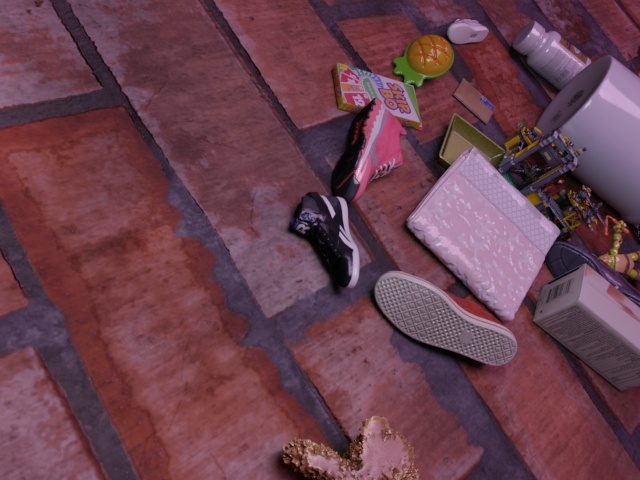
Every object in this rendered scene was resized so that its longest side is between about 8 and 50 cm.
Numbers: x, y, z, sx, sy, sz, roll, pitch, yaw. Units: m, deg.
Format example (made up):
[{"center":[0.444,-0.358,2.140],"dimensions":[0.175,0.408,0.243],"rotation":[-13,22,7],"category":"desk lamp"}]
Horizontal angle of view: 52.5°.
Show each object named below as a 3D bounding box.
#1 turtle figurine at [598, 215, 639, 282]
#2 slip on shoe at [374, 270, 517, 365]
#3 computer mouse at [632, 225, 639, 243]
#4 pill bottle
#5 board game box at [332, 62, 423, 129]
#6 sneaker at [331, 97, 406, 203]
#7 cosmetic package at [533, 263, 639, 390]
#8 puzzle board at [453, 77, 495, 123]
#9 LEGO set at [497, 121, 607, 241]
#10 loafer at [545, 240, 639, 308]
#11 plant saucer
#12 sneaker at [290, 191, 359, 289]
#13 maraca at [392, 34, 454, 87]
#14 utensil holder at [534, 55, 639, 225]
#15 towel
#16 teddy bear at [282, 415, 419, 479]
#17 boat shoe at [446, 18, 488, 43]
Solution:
[{"center":[0.822,0.078,1.761],"dimensions":[0.217,0.087,0.270],"rotation":[8,77,-24],"category":"turtle figurine"},{"center":[0.256,0.156,1.353],"dimensions":[0.331,0.123,0.101],"rotation":[25,20,-12],"category":"slip on shoe"},{"center":[1.014,-0.051,1.992],"dimensions":[0.192,0.042,0.106],"rotation":[-11,65,-30],"category":"computer mouse"},{"center":[0.735,-0.591,2.073],"dimensions":[0.229,0.131,0.131],"rotation":[34,50,-11],"category":"pill bottle"},{"center":[0.153,-0.359,1.632],"dimensions":[0.259,0.039,0.124],"rotation":[10,59,-31],"category":"board game box"},{"center":[0.128,-0.190,1.461],"dimensions":[0.136,0.116,0.314],"rotation":[32,51,-16],"category":"sneaker"},{"center":[0.676,0.210,1.548],"dimensions":[0.296,0.153,0.129],"rotation":[39,50,-9],"category":"cosmetic package"},{"center":[0.439,-0.397,1.850],"dimensions":[0.128,0.011,0.096],"rotation":[40,48,-7],"category":"puzzle board"},{"center":[0.620,-0.175,1.666],"dimensions":[0.331,0.192,0.255],"rotation":[56,36,-1],"category":"LEGO set"},{"center":[0.708,0.107,1.654],"dimensions":[0.302,0.109,0.095],"rotation":[40,31,14],"category":"loafer"},{"center":[0.387,-0.213,1.684],"dimensions":[0.188,0.045,0.188],"rotation":[34,50,-10],"category":"plant saucer"},{"center":[0.000,0.000,1.298],"dimensions":[0.121,0.079,0.217],"rotation":[8,51,-25],"category":"sneaker"},{"center":[0.278,-0.484,1.747],"dimensions":[0.185,0.099,0.127],"rotation":[-38,75,-16],"category":"maraca"},{"center":[0.856,-0.287,1.845],"dimensions":[0.385,0.327,0.328],"rotation":[38,50,-6],"category":"utensil holder"},{"center":[0.397,-0.025,1.542],"dimensions":[0.332,0.053,0.317],"rotation":[44,59,-4],"category":"towel"},{"center":[0.016,0.438,1.038],"dimensions":[0.245,0.113,0.338],"rotation":[32,58,-4],"category":"teddy bear"},{"center":[0.435,-0.641,1.961],"dimensions":[0.184,0.066,0.063],"rotation":[-18,59,-36],"category":"boat shoe"}]
